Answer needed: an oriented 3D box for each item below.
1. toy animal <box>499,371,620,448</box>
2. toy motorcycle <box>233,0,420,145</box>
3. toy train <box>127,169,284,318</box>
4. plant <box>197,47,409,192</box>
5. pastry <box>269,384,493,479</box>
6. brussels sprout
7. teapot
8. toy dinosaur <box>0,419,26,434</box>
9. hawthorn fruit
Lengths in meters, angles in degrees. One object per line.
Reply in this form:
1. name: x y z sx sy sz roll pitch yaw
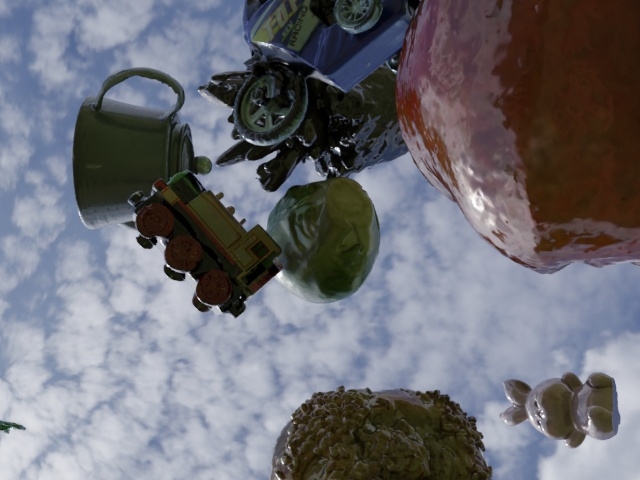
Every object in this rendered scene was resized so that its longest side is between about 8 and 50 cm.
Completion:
1. toy animal: 0.379 0.278 1.430 0.124 0.212 0.124 21 -116 -54
2. toy motorcycle: 0.022 -0.230 0.832 0.113 0.315 0.169 25 -147 -55
3. toy train: -0.100 -0.001 0.749 0.087 0.050 0.138 -42 -91 -21
4. plant: -0.002 -0.187 1.244 0.320 0.194 0.182 -13 -129 -30
5. pastry: 0.092 0.294 1.128 0.310 0.162 0.255 6 -142 -20
6. brussels sprout: 0.005 0.001 1.189 0.143 0.180 0.162 9 -114 -29
7. teapot: -0.205 -0.099 1.049 0.148 0.239 0.162 3 -141 1
8. toy dinosaur: -0.414 0.233 1.100 0.083 0.062 0.021 22 -113 -44
9. hawthorn fruit: 0.147 -0.116 0.475 0.224 0.224 0.261 -18 -61 -22
